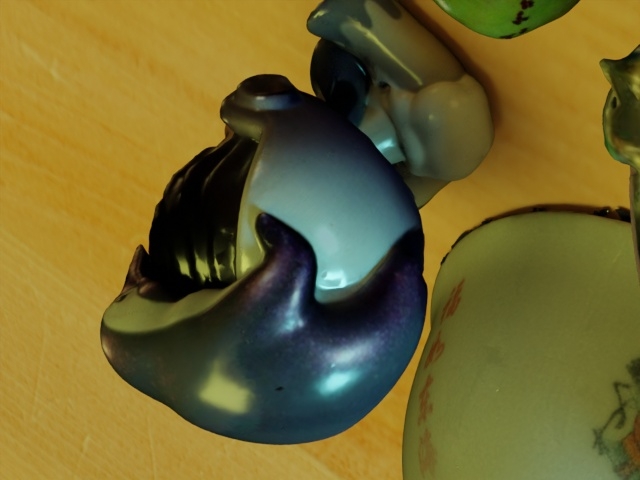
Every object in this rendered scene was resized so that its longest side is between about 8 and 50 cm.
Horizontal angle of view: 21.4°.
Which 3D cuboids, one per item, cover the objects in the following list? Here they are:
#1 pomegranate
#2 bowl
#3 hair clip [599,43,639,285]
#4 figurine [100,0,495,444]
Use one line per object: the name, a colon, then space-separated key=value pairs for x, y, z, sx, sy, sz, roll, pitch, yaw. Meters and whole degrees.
pomegranate: x=0.078 y=-0.121 z=0.680 sx=0.073 sy=0.084 sz=0.073 roll=8 pitch=125 yaw=12
bowl: x=0.151 y=0.163 z=0.861 sx=0.345 sy=0.157 sz=0.345 roll=33 pitch=150 yaw=21
hair clip: x=0.205 y=0.064 z=0.693 sx=0.095 sy=0.110 sz=0.359 roll=-5 pitch=124 yaw=38
figurine: x=0.000 y=0.000 z=0.777 sx=0.145 sy=0.222 sz=0.145 roll=28 pitch=149 yaw=18
